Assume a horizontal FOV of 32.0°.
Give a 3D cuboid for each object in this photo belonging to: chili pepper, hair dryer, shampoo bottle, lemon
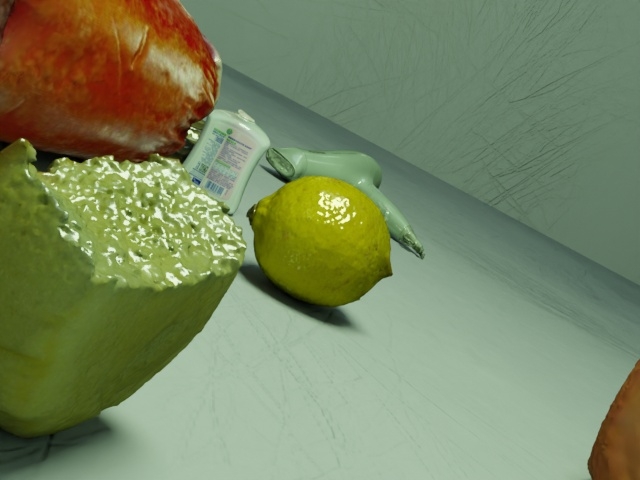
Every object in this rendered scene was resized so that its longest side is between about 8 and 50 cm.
[{"bbox_3d":[-0.248,-0.179,0.943,0.251,0.229,0.305,34,0,23],"label":"chili pepper"},{"bbox_3d":[0.057,-0.051,1.568,0.237,0.075,0.206,44,23,30],"label":"hair dryer"},{"bbox_3d":[-0.097,-0.085,1.127,0.072,0.099,0.043,28,9,-2],"label":"shampoo bottle"},{"bbox_3d":[0.000,0.000,0.939,0.133,0.109,0.109,25,10,-8],"label":"lemon"}]

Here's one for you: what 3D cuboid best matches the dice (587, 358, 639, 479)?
[{"bbox_3d":[0.322,0.162,0.854,0.175,0.174,0.179,33,6,28],"label":"dice"}]

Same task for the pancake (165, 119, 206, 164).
[{"bbox_3d":[-0.217,-0.144,1.250,0.294,0.049,0.294,25,10,-4],"label":"pancake"}]

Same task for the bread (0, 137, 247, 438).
[{"bbox_3d":[-0.108,0.023,0.474,0.086,0.125,0.156,40,14,13],"label":"bread"}]
